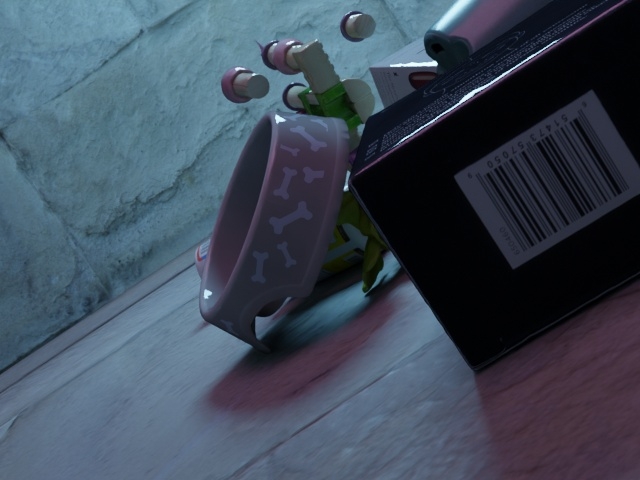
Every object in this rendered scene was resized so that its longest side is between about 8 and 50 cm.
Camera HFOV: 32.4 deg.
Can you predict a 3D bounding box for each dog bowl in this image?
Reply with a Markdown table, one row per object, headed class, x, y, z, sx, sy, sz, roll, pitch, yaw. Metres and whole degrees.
| class | x | y | z | sx | sy | sz | roll | pitch | yaw |
| --- | --- | --- | --- | --- | --- | --- | --- | --- | --- |
| dog bowl | -0.074 | -0.022 | 1.537 | 0.349 | 0.102 | 0.349 | -161 | 90 | -76 |

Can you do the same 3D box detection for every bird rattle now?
| class | x | y | z | sx | sy | sz | roll | pitch | yaw |
| --- | --- | --- | --- | --- | --- | --- | --- | --- | --- |
| bird rattle | 0.141 | -0.031 | 1.521 | 0.207 | 0.143 | 0.253 | -11 | 8 | 40 |

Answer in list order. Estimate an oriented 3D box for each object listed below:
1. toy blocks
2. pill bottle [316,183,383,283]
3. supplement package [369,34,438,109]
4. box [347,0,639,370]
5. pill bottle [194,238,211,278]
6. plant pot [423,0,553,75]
| class | x | y | z | sx | sy | sz | roll | pitch | yaw |
| --- | --- | --- | --- | --- | --- | --- | --- | --- | --- |
| toy blocks | 0.004 | -0.250 | 2.001 | 0.309 | 0.289 | 0.260 | -34 | 19 | -12 |
| pill bottle | 0.000 | 0.000 | 1.726 | 0.215 | 0.117 | 0.117 | -27 | 11 | 36 |
| supplement package | 0.213 | -0.242 | 1.735 | 0.134 | 0.139 | 0.244 | -32 | 21 | -23 |
| box | 0.211 | -0.087 | 1.099 | 0.293 | 0.212 | 0.395 | -32 | 9 | 12 |
| pill bottle | -0.117 | 0.013 | 2.082 | 0.221 | 0.124 | 0.124 | -30 | 9 | 20 |
| plant pot | 0.342 | -0.289 | 1.476 | 0.334 | 0.341 | 0.341 | -43 | 9 | -3 |
